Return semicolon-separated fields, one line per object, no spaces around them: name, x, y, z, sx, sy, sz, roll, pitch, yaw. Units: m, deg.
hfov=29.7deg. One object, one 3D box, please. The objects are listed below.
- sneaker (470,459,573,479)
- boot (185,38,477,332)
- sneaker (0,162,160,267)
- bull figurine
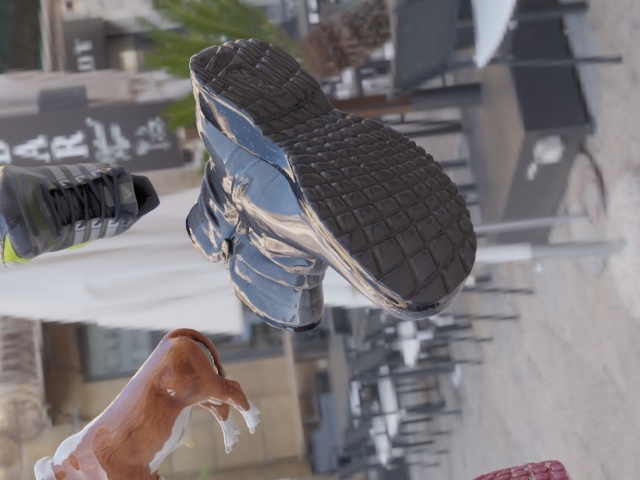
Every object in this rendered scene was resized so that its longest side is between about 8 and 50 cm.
sneaker;0.160;0.276;0.946;0.299;0.120;0.112;-79;-32;-68
boot;0.000;0.000;1.009;0.338;0.118;0.223;50;148;38
sneaker;-0.266;-0.043;1.296;0.300;0.121;0.111;-38;-67;-78
bull figurine;-0.224;0.264;1.558;0.188;0.310;0.101;40;-178;-4
